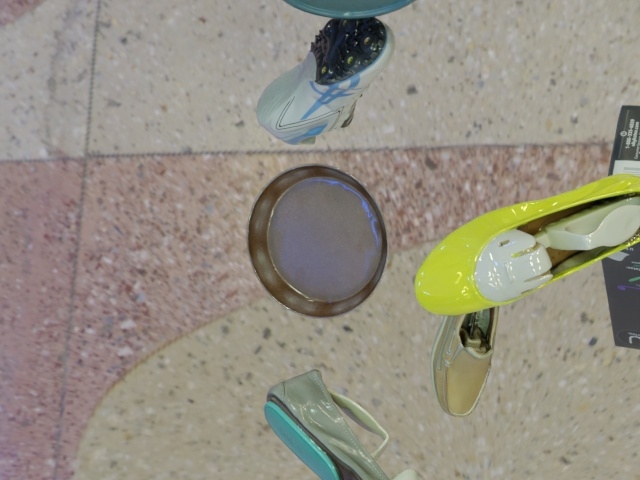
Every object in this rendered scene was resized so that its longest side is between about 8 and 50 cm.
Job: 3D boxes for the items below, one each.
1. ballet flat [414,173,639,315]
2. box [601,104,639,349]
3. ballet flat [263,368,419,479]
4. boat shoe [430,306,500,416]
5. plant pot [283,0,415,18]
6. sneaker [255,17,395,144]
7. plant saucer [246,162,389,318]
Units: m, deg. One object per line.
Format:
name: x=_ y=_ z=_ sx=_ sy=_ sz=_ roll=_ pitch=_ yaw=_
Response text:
ballet flat: x=0.190 y=0.003 z=0.873 sx=0.231 sy=0.077 sz=0.077 roll=-22 pitch=105 yaw=-11
box: x=0.393 y=-0.002 z=1.136 sx=0.143 sy=0.270 sz=0.165 roll=7 pitch=61 yaw=24
ballet flat: x=0.037 y=0.178 z=0.789 sx=0.068 sy=0.072 sz=0.213 roll=-26 pitch=54 yaw=-24
boat shoe: x=0.162 y=0.115 z=1.138 sx=0.068 sy=0.072 sz=0.190 roll=-2 pitch=109 yaw=-11
plant pot: x=0.025 y=-0.303 z=0.866 sx=0.290 sy=0.290 sz=0.195 roll=-3 pitch=72 yaw=8
sneaker: x=0.016 y=-0.158 z=1.054 sx=0.086 sy=0.237 sz=0.085 roll=21 pitch=69 yaw=-22
plant saucer: x=0.000 y=0.000 z=1.129 sx=0.168 sy=0.029 sz=0.168 roll=4 pitch=99 yaw=25
